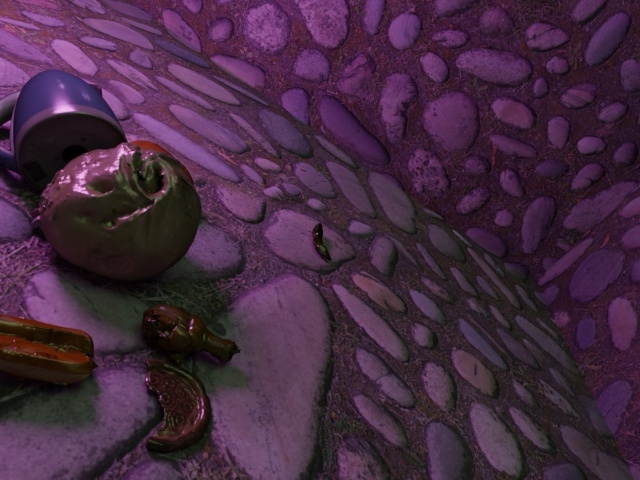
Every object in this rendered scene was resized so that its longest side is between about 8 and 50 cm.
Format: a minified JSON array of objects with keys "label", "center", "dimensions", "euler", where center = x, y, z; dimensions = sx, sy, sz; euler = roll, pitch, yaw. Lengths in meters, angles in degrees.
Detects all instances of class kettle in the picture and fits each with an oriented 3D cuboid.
[{"label":"kettle","center":[-0.694,-0.298,1.239],"dimensions":[0.320,0.247,0.342],"euler":[-21,54,-21]}]

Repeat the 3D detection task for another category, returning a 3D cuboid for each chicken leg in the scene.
[{"label":"chicken leg","center":[-0.278,0.213,1.042],"dimensions":[0.228,0.088,0.103],"euler":[35,14,-18]}]

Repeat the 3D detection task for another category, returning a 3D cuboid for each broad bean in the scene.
[{"label":"broad bean","center":[-0.005,-0.002,1.801],"dimensions":[0.061,0.046,0.195],"euler":[32,27,-38]}]

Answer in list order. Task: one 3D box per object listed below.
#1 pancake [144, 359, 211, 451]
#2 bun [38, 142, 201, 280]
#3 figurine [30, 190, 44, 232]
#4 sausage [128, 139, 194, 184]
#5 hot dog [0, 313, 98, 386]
[{"label":"pancake","center":[-0.290,0.305,0.927],"dimensions":[0.190,0.020,0.184],"euler":[43,27,15]},{"label":"bun","center":[-0.436,-0.072,1.120],"dimensions":[0.362,0.234,0.326],"euler":[-23,82,-51]},{"label":"figurine","center":[-0.620,-0.071,1.125],"dimensions":[0.072,0.054,0.129],"euler":[35,24,-33]},{"label":"sausage","center":[-0.484,-0.203,1.453],"dimensions":[0.241,0.120,0.136],"euler":[38,39,2]},{"label":"hot dog","center":[-0.507,0.178,0.813],"dimensions":[0.270,0.072,0.109],"euler":[23,26,-30]}]
